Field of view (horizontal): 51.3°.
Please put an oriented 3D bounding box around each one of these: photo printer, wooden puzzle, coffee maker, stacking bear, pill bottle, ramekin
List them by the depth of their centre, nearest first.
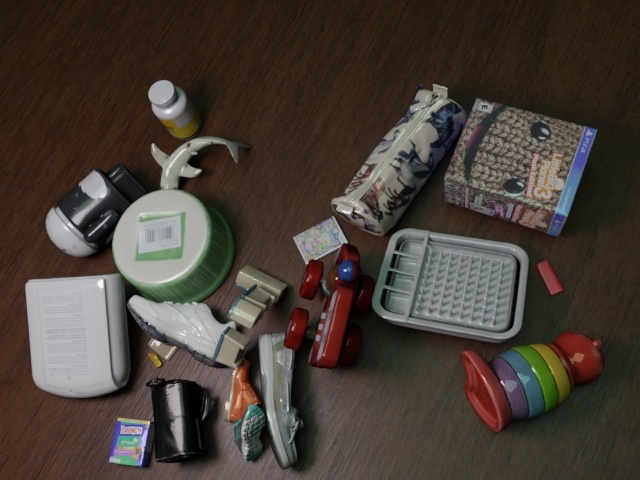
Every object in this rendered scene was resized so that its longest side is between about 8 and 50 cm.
[{"bbox_3d":[0.478,0.289,1.449,0.288,0.175,0.164,-20,38,-9],"label":"stacking bear"},{"bbox_3d":[-0.347,0.427,1.567,0.120,0.171,0.178,-27,61,31],"label":"coffee maker"},{"bbox_3d":[-0.611,0.243,1.686,0.255,0.107,0.308,-5,90,16],"label":"photo printer"},{"bbox_3d":[-0.401,0.265,1.724,0.078,0.014,0.116,41,83,18],"label":"wooden puzzle"},{"bbox_3d":[-0.390,0.013,1.741,0.303,0.148,0.304,-4,69,11],"label":"ramekin"},{"bbox_3d":[-0.409,-0.367,1.867,0.103,0.184,0.103,-4,69,11],"label":"pill bottle"}]

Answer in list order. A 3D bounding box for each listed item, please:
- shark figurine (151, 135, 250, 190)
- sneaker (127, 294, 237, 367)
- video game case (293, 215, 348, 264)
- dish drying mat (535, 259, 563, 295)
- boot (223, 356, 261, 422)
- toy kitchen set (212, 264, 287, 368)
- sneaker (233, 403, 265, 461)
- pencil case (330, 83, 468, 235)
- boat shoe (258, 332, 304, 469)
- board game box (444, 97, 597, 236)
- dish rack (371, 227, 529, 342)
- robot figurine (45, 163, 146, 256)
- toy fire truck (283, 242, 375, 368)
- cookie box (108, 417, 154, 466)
[{"bbox_3d":[-0.350,-0.241,1.859,0.278,0.116,0.166,-31,100,8],"label":"shark figurine"},{"bbox_3d":[-0.347,0.209,1.685,0.297,0.111,0.129,26,64,3],"label":"sneaker"},{"bbox_3d":[0.000,0.000,1.736,0.122,0.011,0.087,-28,66,1],"label":"video game case"},{"bbox_3d":[0.544,0.089,1.586,0.032,0.008,0.083,-24,68,4],"label":"dish drying mat"},{"bbox_3d":[-0.179,0.365,1.618,0.084,0.059,0.158,7,80,11],"label":"boot"},{"bbox_3d":[-0.195,0.185,1.641,0.122,0.207,0.166,26,113,10],"label":"toy kitchen set"},{"bbox_3d":[-0.175,0.436,1.545,0.065,0.167,0.076,-19,41,-39],"label":"sneaker"},{"bbox_3d":[0.197,-0.195,1.672,0.159,0.183,0.410,31,79,38],"label":"pencil case"},{"bbox_3d":[-0.084,0.368,1.565,0.103,0.118,0.321,-6,61,-8],"label":"boat shoe"},{"bbox_3d":[0.472,-0.176,1.597,0.290,0.141,0.232,19,76,17],"label":"board game box"},{"bbox_3d":[0.305,0.111,1.557,0.332,0.072,0.286,8,48,15],"label":"dish rack"},{"bbox_3d":[-0.608,-0.079,1.814,0.278,0.209,0.173,-43,84,-6],"label":"robot figurine"},{"bbox_3d":[0.037,0.148,1.519,0.169,0.254,0.302,18,74,-6],"label":"toy fire truck"},{"bbox_3d":[-0.461,0.495,1.636,0.091,0.040,0.107,2,70,14],"label":"cookie box"}]
